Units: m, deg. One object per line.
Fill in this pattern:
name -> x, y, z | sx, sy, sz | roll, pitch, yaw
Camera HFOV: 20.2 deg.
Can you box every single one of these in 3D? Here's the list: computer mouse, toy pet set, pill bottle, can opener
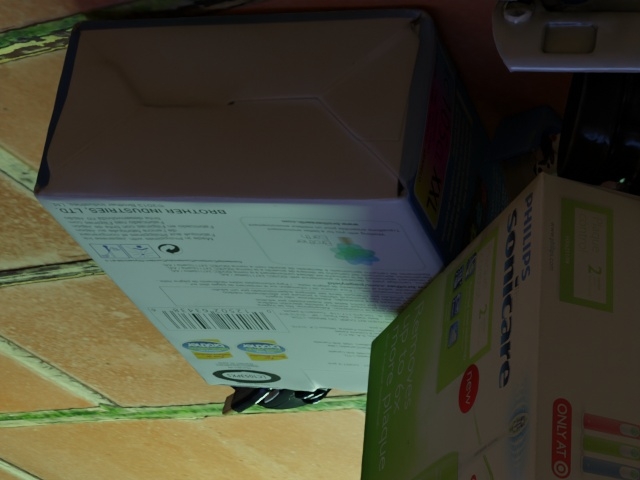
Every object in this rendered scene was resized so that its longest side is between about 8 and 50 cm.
computer mouse -> -0.023, 0.126, 1.591 | 0.262, 0.184, 0.060 | -23, 95, 52
toy pet set -> 0.179, -0.066, 1.223 | 0.122, 0.065, 0.114 | -9, 175, -45
pill bottle -> 0.262, -0.062, 1.099 | 0.219, 0.122, 0.123 | 11, 156, 1
can opener -> 0.228, -0.138, 1.008 | 0.283, 0.076, 0.095 | 2, 155, 20

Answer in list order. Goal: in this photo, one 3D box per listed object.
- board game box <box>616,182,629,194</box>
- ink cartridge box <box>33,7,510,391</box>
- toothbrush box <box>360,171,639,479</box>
board game box -> 0.333, 0.107, 1.302 | 0.141, 0.232, 0.291 | -9, 149, 38
ink cartridge box -> 0.000, 0.000, 1.323 | 0.270, 0.151, 0.395 | 1, 152, 21
toothbrush box -> 0.127, 0.117, 1.121 | 0.122, 0.206, 0.283 | 14, 153, -16
